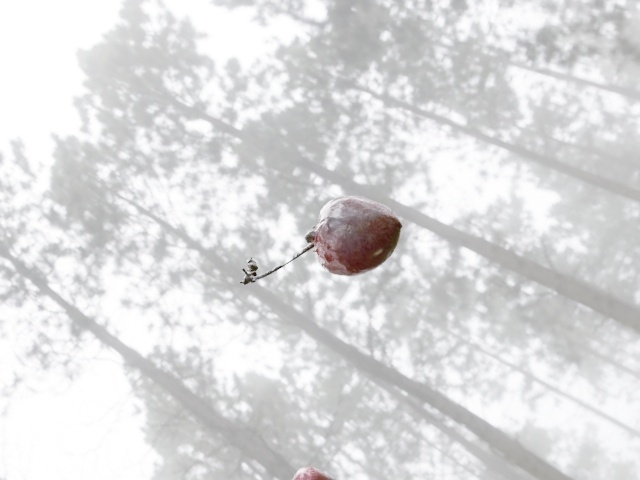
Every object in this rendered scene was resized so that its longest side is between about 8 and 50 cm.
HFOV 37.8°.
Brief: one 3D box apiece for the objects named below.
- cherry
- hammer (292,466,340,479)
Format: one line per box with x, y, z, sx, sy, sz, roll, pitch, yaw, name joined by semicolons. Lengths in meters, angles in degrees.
0.000;0.000;1.208;0.090;0.225;0.107;44;-138;-59;cherry
0.004;0.269;0.995;0.083;0.043;0.043;34;-94;-37;hammer
